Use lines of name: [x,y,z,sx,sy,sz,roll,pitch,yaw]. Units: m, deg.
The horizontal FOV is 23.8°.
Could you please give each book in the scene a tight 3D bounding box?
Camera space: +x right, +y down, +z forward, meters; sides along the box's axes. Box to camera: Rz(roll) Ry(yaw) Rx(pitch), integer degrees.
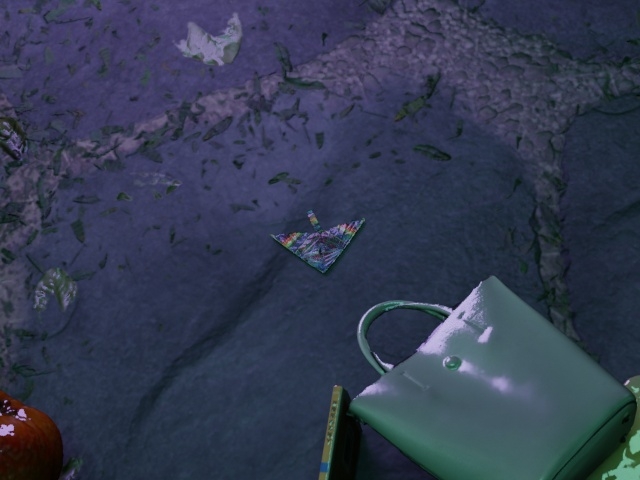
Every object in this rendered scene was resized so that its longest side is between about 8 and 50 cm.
book: [0.012,0.300,1.685,0.018,0.170,0.241,5,67,12]

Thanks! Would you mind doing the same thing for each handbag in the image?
handbag: [0.167,0.153,1.646,0.241,0.109,0.315,-40,64,-22]

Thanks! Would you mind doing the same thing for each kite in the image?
kite: [0.000,0.000,1.906,0.122,0.004,0.090,-15,65,2]

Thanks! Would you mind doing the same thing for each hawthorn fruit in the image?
hawthorn fruit: [-0.415,0.293,1.750,0.207,0.207,0.243,21,100,16]

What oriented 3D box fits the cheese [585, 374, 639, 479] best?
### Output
cheese: [0.466,0.258,1.670,0.384,0.104,0.384,-4,67,8]
